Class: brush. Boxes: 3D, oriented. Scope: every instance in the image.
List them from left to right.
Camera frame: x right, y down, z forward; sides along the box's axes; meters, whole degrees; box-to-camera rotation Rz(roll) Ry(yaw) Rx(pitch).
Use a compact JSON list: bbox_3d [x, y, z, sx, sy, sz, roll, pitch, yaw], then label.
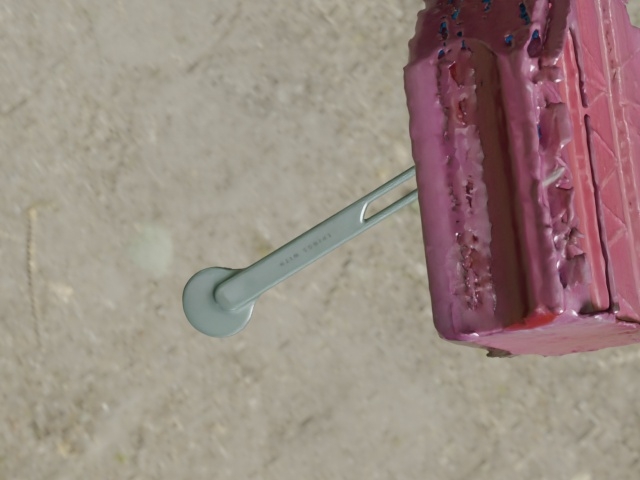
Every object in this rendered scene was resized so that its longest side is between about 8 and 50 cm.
[{"bbox_3d":[0.000,0.000,1.424,0.266,0.027,0.062,-31,97,15],"label":"brush"}]

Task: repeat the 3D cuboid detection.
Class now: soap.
[{"bbox_3d":[0.130,-0.062,0.982,0.162,0.099,0.249,14,68,-54],"label":"soap"}]
